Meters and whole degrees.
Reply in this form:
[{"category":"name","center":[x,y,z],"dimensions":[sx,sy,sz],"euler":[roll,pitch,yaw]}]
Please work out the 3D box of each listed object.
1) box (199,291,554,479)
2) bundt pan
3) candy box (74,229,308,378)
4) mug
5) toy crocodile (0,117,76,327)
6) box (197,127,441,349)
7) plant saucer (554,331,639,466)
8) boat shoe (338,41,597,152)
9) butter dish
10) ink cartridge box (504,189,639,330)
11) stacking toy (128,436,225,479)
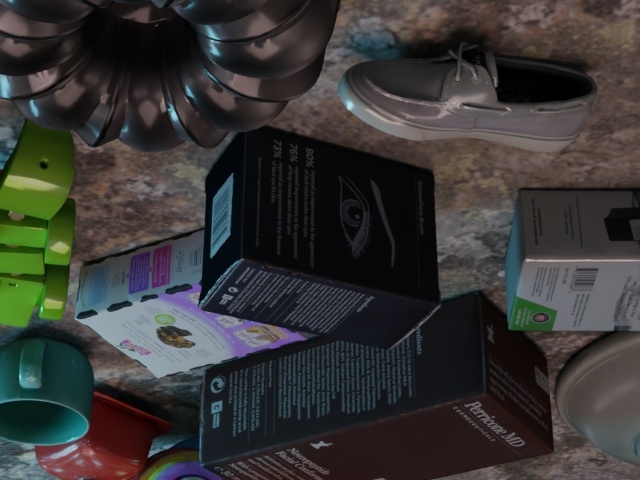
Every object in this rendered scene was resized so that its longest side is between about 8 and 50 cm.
[{"category":"box","center":[0.064,0.203,1.699],"dimensions":[0.381,0.143,0.191],"euler":[-20,143,26]},{"category":"bundt pan","center":[-0.135,-0.180,1.094],"dimensions":[0.331,0.124,0.331],"euler":[0,148,0]},{"category":"candy box","center":[-0.137,0.068,1.543],"dimensions":[0.196,0.070,0.165],"euler":[-16,145,23]},{"category":"mug","center":[-0.324,0.166,1.677],"dimensions":[0.129,0.097,0.158],"euler":[23,141,-32]},{"category":"toy crocodile","center":[-0.302,-0.002,1.418],"dimensions":[0.115,0.105,0.340],"euler":[7,152,-12]},{"category":"box","center":[0.000,0.000,1.354],"dimensions":[0.207,0.153,0.108],"euler":[15,146,-21]},{"category":"plant saucer","center":[0.491,0.214,1.749],"dimensions":[0.401,0.100,0.400],"euler":[1,149,0]},{"category":"boat shoe","center":[0.130,-0.133,1.221],"dimensions":[0.228,0.079,0.081],"euler":[6,139,-19]},{"category":"butter dish","center":[-0.294,0.275,1.832],"dimensions":[0.160,0.118,0.160],"euler":[-25,140,34]},{"category":"ink cartridge box","center":[0.299,0.023,1.450],"dimensions":[0.209,0.086,0.153],"euler":[1,148,0]},{"category":"stacking toy","center":[-0.164,0.334,1.778],"dimensions":[0.175,0.165,0.302],"euler":[-32,175,-13]}]
